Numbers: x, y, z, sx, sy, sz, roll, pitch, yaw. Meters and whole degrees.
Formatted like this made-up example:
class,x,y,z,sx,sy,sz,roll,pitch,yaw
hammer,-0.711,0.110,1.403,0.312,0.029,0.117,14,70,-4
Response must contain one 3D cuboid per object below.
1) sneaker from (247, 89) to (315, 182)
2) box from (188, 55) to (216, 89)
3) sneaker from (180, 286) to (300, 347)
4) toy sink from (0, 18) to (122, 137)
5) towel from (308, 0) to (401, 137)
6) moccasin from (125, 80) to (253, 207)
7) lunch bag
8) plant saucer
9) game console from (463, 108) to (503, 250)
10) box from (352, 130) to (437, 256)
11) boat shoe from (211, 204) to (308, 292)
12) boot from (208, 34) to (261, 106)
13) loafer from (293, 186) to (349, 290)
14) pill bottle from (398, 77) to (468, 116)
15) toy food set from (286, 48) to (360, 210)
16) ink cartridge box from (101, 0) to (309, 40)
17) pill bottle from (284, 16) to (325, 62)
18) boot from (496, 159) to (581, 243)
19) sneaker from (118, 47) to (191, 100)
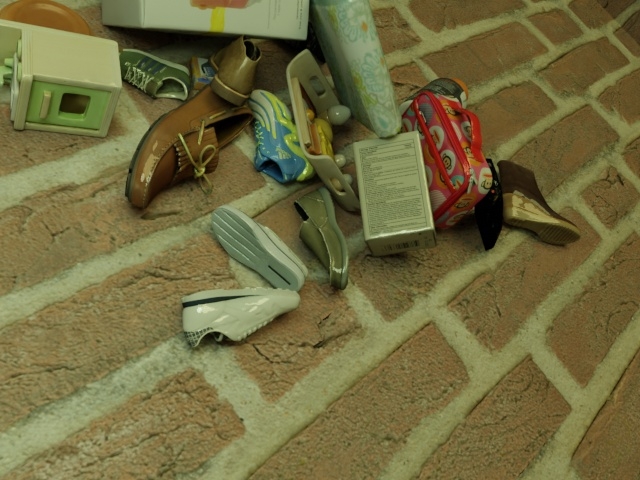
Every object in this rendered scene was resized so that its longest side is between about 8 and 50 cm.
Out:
class,x,y,z,sx,sy,sz,roll,pitch,yaw
sneaker,-0.110,-0.226,1.448,0.126,0.091,0.240,-30,78,-40
box,-0.232,-0.379,1.524,0.136,0.028,0.081,1,58,-28
sneaker,-0.141,0.135,1.194,0.234,0.090,0.095,-3,78,-31
toy sink,-0.504,-0.292,1.216,0.234,0.153,0.131,4,57,-30
towel,0.073,-0.422,1.485,0.374,0.090,0.321,-117,-177,-66
moccasin,-0.253,-0.183,1.313,0.146,0.139,0.380,30,38,3
lunch bag,0.282,-0.196,1.548,0.120,0.258,0.293,2,57,-33
plant saucer,-0.562,-0.430,1.355,0.199,0.037,0.200,16,51,-21
game console,0.392,-0.170,1.648,0.043,0.213,0.362,-10,55,4
box,0.163,-0.099,1.433,0.148,0.127,0.233,-9,70,11
boat shoe,-0.119,0.015,1.295,0.226,0.083,0.076,47,25,-2
boot,-0.170,-0.383,1.409,0.112,0.115,0.305,26,19,-21
loafer,0.000,0.000,1.370,0.087,0.094,0.251,-10,52,-9
pill bottle,0.309,-0.356,1.763,0.130,0.130,0.245,45,48,4
toy food set,0.023,-0.241,1.454,0.220,0.092,0.306,50,25,-56
ink cartridge box,-0.256,-0.532,1.440,0.384,0.161,0.279,-7,19,-34
pill bottle,-0.053,-0.560,1.694,0.219,0.123,0.123,35,48,-6
boot,0.594,-0.110,1.788,0.248,0.090,0.207,18,53,-15
sneaker,-0.364,-0.347,1.395,0.192,0.064,0.086,7,51,-31
